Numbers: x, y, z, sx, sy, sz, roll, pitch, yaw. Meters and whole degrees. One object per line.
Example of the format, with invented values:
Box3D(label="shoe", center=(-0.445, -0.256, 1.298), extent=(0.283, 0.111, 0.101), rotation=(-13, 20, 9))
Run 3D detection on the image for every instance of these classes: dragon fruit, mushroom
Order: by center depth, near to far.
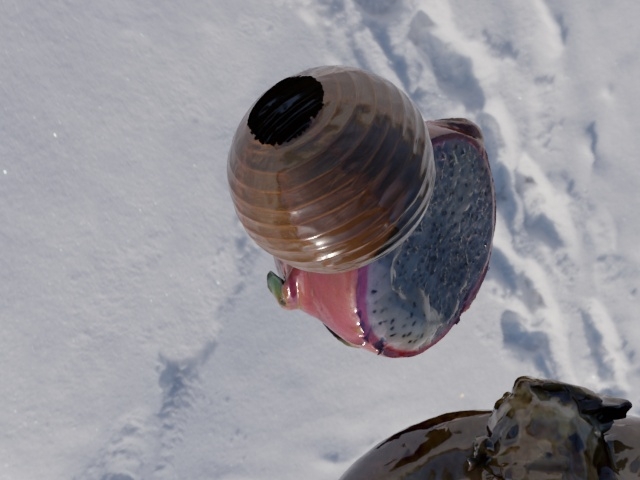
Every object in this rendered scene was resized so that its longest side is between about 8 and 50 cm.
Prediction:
Box3D(label="mushroom", center=(0.135, 0.216, 0.410), extent=(0.163, 0.297, 0.278), rotation=(9, 83, -74))
Box3D(label="dragon fruit", center=(0.057, -0.011, 0.770), extent=(0.290, 0.189, 0.291), rotation=(-18, 115, -45))

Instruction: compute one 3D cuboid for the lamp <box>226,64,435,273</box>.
Box3D(label="lamp", center=(0.008, -0.045, 0.435), extent=(0.136, 0.136, 0.136), rotation=(-17, 127, -23))
